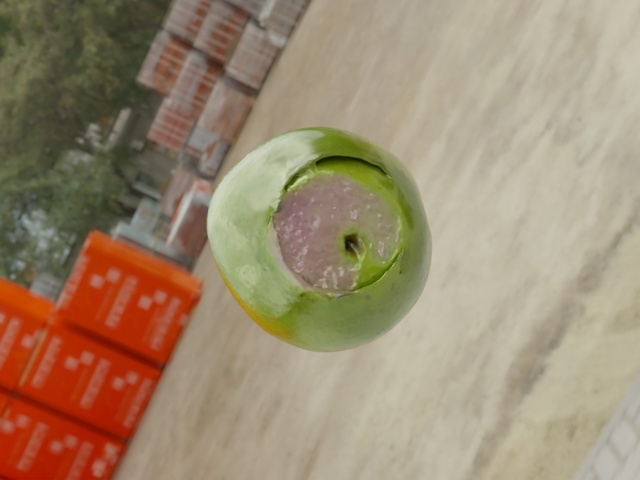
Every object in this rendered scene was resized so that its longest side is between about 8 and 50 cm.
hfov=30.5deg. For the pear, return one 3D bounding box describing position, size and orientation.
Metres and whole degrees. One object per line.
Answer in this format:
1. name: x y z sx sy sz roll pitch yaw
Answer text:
1. pear: 0.000 0.000 0.964 0.220 0.187 0.187 130 164 -79
